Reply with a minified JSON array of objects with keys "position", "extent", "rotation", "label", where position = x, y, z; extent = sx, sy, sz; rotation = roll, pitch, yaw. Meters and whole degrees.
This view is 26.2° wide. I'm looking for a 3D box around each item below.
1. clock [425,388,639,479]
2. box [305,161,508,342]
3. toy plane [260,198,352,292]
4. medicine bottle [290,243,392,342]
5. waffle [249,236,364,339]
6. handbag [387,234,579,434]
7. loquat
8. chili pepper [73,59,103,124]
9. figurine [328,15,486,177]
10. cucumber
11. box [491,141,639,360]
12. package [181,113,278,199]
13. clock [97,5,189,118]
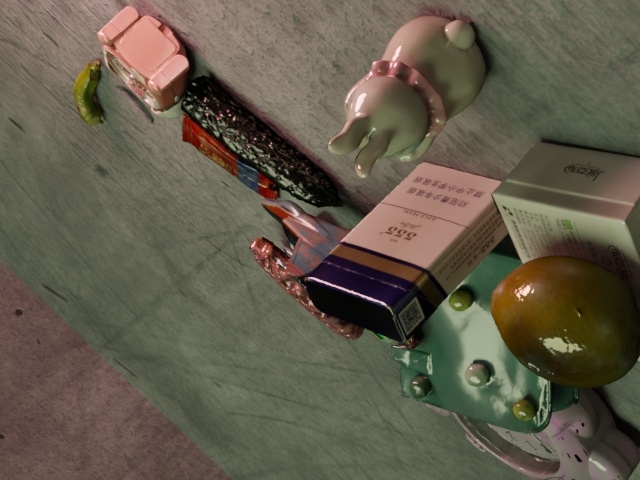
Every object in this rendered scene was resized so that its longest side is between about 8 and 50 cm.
[{"position":[0.315,0.263,2.118],"extent":[0.322,0.113,0.295],"rotation":[44,156,-5],"label":"clock"},{"position":[0.122,0.011,1.803],"extent":[0.168,0.259,0.071],"rotation":[19,145,44],"label":"box"},{"position":[0.000,0.007,2.088],"extent":[0.326,0.223,0.104],"rotation":[24,122,51],"label":"toy plane"},{"position":[0.053,0.062,2.217],"extent":[0.229,0.083,0.121],"rotation":[43,165,-3],"label":"medicine bottle"},{"position":[-0.021,0.088,2.339],"extent":[0.221,0.055,0.234],"rotation":[41,180,28],"label":"waffle"},{"position":[0.211,0.124,1.890],"extent":[0.274,0.100,0.268],"rotation":[10,118,35],"label":"handbag"},{"position":[0.279,0.091,1.573],"extent":[0.195,0.152,0.152],"rotation":[10,142,32],"label":"loquat"},{"position":[-0.414,-0.265,2.442],"extent":[0.049,0.043,0.208],"rotation":[49,158,17],"label":"chili pepper"},{"position":[0.083,-0.150,1.617],"extent":[0.127,0.235,0.155],"rotation":[47,156,-10],"label":"figurine"},{"position":[-0.087,-0.141,2.111],"extent":[0.300,0.072,0.072],"rotation":[38,156,8],"label":"cucumber"},{"position":[0.346,0.019,1.657],"extent":[0.194,0.111,0.260],"rotation":[16,143,44],"label":"box"},{"position":[-0.149,-0.135,2.273],"extent":[0.200,0.022,0.083],"rotation":[35,156,15],"label":"package"},{"position":[-0.266,-0.276,2.147],"extent":[0.166,0.093,0.162],"rotation":[44,166,6],"label":"clock"}]
